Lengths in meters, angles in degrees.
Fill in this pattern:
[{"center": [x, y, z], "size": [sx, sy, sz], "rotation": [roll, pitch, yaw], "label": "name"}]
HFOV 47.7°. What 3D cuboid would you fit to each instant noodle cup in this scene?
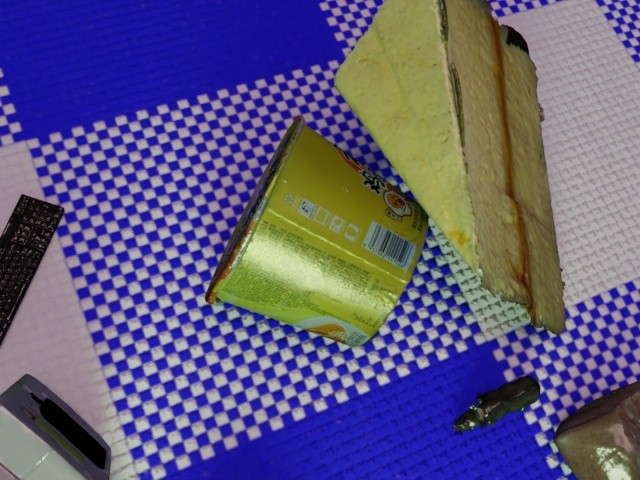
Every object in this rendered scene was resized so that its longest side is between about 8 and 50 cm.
[{"center": [0.000, 0.000, 0.911], "size": [0.200, 0.264, 0.264], "rotation": [26, 66, -9], "label": "instant noodle cup"}]

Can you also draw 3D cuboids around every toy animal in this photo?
[{"center": [0.231, 0.219, 0.958], "size": [0.136, 0.065, 0.047], "rotation": [-18, 72, -16], "label": "toy animal"}]

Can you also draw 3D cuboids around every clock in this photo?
[{"center": [-0.366, 0.305, 0.724], "size": [0.166, 0.235, 0.309], "rotation": [46, 77, -8], "label": "clock"}]

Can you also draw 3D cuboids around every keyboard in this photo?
[{"center": [-0.400, 0.036, 0.935], "size": [0.061, 0.013, 0.204], "rotation": [19, 66, -4], "label": "keyboard"}]

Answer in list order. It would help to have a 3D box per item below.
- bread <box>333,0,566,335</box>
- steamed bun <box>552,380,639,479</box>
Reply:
[{"center": [0.238, -0.101, 0.928], "size": [0.242, 0.346, 0.404], "rotation": [-43, 68, 22], "label": "bread"}, {"center": [0.412, 0.270, 0.950], "size": [0.175, 0.106, 0.144], "rotation": [-26, 75, -22], "label": "steamed bun"}]
